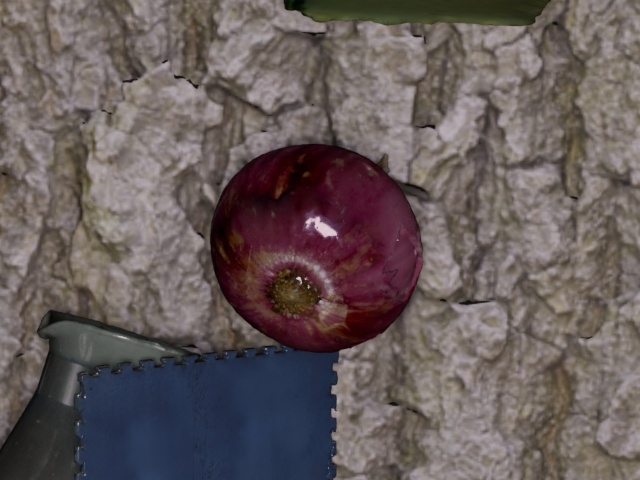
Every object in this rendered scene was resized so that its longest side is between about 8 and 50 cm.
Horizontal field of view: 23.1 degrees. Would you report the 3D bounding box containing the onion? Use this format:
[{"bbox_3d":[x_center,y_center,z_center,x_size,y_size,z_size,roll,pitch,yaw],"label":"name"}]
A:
[{"bbox_3d":[-0.004,0.005,1.277,0.177,0.153,0.177,0,106,-1],"label":"onion"}]

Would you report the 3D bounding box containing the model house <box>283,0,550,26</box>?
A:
[{"bbox_3d":[0.077,-0.273,1.237,0.214,0.195,0.189,2,88,5],"label":"model house"}]

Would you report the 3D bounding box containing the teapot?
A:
[{"bbox_3d":[-0.179,0.184,1.296,0.203,0.171,0.225,18,88,-24],"label":"teapot"}]

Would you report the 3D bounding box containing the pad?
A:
[{"bbox_3d":[-0.086,0.221,1.275,0.269,0.012,0.270,-2,94,-40],"label":"pad"}]
